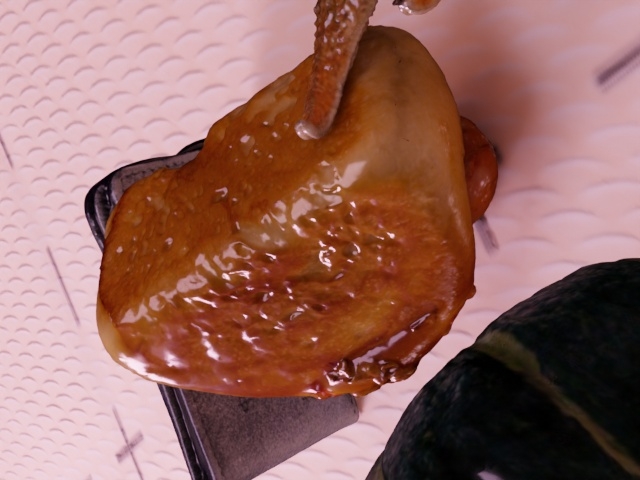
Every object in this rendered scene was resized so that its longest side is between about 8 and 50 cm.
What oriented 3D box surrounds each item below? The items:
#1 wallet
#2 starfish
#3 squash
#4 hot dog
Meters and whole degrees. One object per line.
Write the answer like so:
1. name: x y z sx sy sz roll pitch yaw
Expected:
1. wallet: -0.060 0.042 1.037 0.036 0.167 0.222 -20 90 38
2. starfish: 0.045 -0.170 0.767 0.138 0.050 0.247 167 115 -68
3. squash: 0.128 0.126 0.669 0.165 0.252 0.252 39 139 36
4. hot dog: 0.000 0.000 0.893 0.257 0.153 0.150 -33 43 32
